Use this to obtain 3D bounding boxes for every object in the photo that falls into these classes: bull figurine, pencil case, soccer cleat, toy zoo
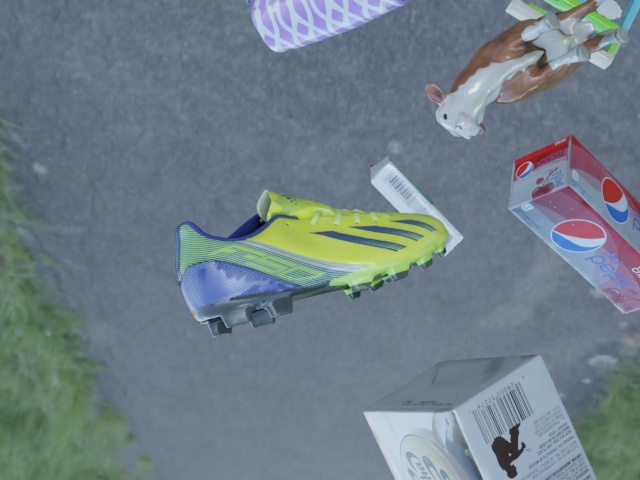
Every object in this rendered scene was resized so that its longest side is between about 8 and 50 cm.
[{"bbox_3d":[0.275,-0.235,1.220,0.188,0.310,0.101,-24,101,49],"label":"bull figurine"},{"bbox_3d":[0.012,-0.298,1.156,0.206,0.088,0.086,-11,125,33],"label":"pencil case"},{"bbox_3d":[0.000,0.000,0.875,0.289,0.121,0.093,-14,170,-31],"label":"soccer cleat"},{"bbox_3d":[0.453,-0.449,1.560,0.192,0.293,0.030,30,163,-2],"label":"toy zoo"}]

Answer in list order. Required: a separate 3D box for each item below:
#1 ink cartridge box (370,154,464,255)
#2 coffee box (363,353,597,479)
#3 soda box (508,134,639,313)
[{"bbox_3d":[0.165,-0.074,1.646,0.181,0.224,0.056,45,103,-7],"label":"ink cartridge box"},{"bbox_3d":[0.183,0.270,0.906,0.168,0.119,0.297,-19,97,63],"label":"coffee box"},{"bbox_3d":[0.351,-0.014,1.175,0.263,0.083,0.092,37,139,-30],"label":"soda box"}]
